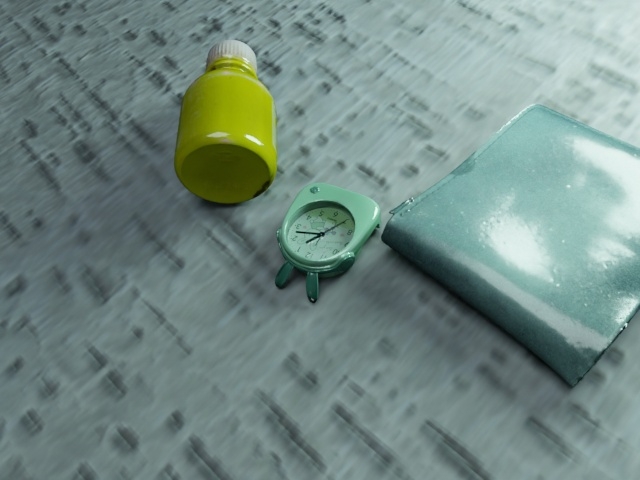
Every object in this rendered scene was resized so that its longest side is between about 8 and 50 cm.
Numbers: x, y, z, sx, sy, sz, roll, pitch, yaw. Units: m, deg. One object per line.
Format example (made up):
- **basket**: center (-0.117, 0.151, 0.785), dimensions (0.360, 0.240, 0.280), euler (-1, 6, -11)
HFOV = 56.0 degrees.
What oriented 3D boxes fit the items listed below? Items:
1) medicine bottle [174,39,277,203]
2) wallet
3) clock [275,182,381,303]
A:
- **medicine bottle**: center (-0.115, -0.162, 0.763), dimensions (0.122, 0.122, 0.212), euler (-7, 54, 6)
- **wallet**: center (0.248, -0.026, 0.641), dimensions (0.251, 0.054, 0.290), euler (37, 68, 29)
- **clock**: center (0.000, 0.000, 0.678), dimensions (0.101, 0.041, 0.135), euler (22, 63, 23)
